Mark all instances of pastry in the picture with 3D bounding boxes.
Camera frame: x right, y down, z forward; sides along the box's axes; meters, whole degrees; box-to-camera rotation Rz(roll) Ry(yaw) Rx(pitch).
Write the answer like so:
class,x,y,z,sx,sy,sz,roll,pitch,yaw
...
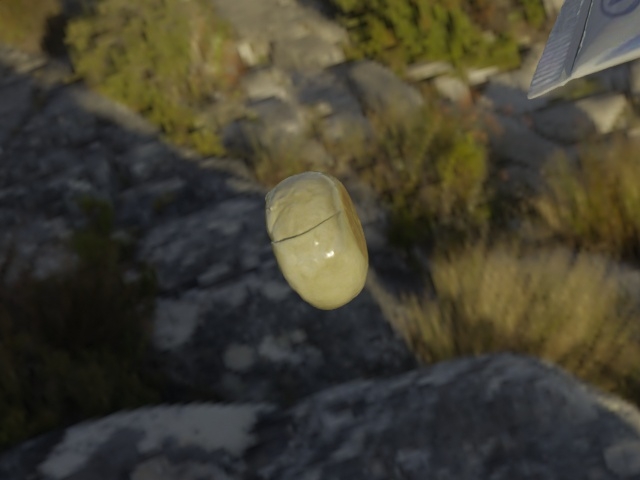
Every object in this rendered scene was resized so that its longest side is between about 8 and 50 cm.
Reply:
class,x,y,z,sx,sy,sz,roll,pitch,yaw
pastry,0.000,0.000,1.785,0.092,0.156,0.156,-17,24,12

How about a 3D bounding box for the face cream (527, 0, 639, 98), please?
class,x,y,z,sx,sy,sz,roll,pitch,yaw
face cream,0.318,-0.208,0.914,0.420,0.137,0.235,-17,34,41
